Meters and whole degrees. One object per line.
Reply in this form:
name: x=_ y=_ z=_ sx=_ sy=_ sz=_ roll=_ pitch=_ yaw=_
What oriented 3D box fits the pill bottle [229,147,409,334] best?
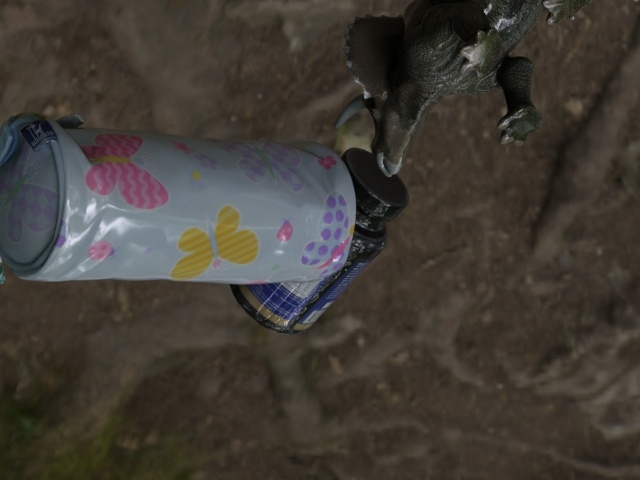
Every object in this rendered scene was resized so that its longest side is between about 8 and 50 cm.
pill bottle: x=0.000 y=0.000 z=1.472 sx=0.122 sy=0.123 sz=0.219 roll=33 pitch=118 yaw=-19

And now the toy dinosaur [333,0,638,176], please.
toy dinosaur: x=0.124 y=-0.170 z=0.849 sx=0.313 sy=0.160 sz=0.121 roll=-48 pitch=132 yaw=11

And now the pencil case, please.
pencil case: x=-0.104 y=-0.027 z=0.921 sx=0.273 sy=0.124 sz=0.113 roll=3 pitch=122 yaw=-39

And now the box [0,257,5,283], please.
box: x=-0.555 y=0.002 z=1.574 sx=0.058 sy=0.322 sz=0.232 roll=11 pitch=118 yaw=39
